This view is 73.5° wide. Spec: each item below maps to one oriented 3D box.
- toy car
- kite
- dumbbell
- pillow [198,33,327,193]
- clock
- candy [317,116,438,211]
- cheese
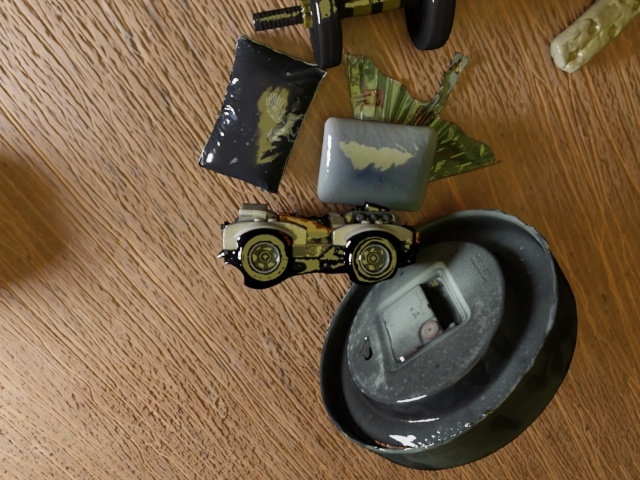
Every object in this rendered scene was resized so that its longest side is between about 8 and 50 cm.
[{"bbox_3d":[0.001,-0.002,0.662,0.301,0.193,0.118,-2,96,-4],"label":"toy car"},{"bbox_3d":[0.150,-0.178,0.696,0.322,0.013,0.268,31,105,-15],"label":"kite"},{"bbox_3d":[0.071,-0.317,0.568,0.325,0.143,0.143,-10,111,-1],"label":"dumbbell"},{"bbox_3d":[-0.091,-0.185,0.653,0.141,0.055,0.208,21,106,-3],"label":"pillow"},{"bbox_3d":[0.158,0.123,0.615,0.386,0.386,0.076,-44,113,11],"label":"clock"},{"bbox_3d":[0.086,-0.117,0.671,0.174,0.071,0.138,5,117,-3],"label":"candy"},{"bbox_3d":[0.436,-0.339,0.644,0.194,0.043,0.065,-43,107,10],"label":"cheese"}]
